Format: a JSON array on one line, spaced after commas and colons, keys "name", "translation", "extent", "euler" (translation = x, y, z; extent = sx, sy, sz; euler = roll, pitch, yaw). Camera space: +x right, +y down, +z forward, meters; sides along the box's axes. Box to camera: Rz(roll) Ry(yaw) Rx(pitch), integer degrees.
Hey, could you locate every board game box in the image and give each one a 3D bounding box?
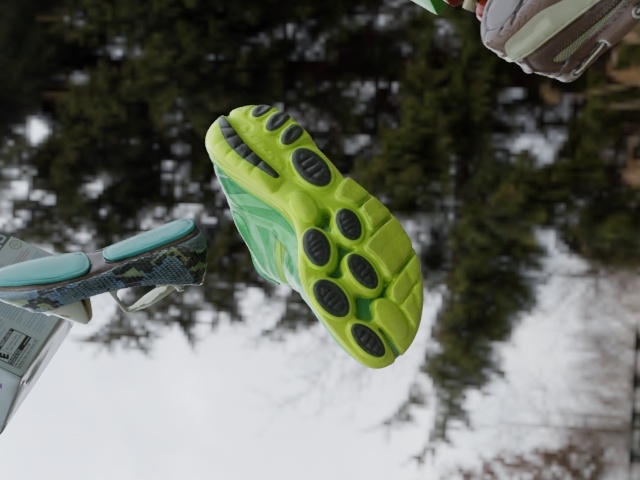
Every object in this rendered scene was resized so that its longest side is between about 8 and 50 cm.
[{"name": "board game box", "translation": [-0.441, 0.063, 1.656], "extent": [0.224, 0.303, 0.097], "euler": [-66, 1, -59]}]

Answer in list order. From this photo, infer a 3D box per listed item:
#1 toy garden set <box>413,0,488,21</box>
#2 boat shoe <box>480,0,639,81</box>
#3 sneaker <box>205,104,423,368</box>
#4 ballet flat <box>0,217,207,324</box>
[{"name": "toy garden set", "translation": [0.081, -0.317, 1.394], "extent": [0.049, 0.204, 0.244], "euler": [-41, -48, -9]}, {"name": "boat shoe", "translation": [0.225, -0.198, 1.000], "extent": [0.095, 0.257, 0.095], "euler": [31, -134, -23]}, {"name": "sneaker", "translation": [0.000, 0.000, 1.335], "extent": [0.295, 0.109, 0.123], "euler": [55, 164, 32]}, {"name": "ballet flat", "translation": [-0.183, 0.037, 1.239], "extent": [0.070, 0.188, 0.070], "euler": [166, 90, -86]}]
